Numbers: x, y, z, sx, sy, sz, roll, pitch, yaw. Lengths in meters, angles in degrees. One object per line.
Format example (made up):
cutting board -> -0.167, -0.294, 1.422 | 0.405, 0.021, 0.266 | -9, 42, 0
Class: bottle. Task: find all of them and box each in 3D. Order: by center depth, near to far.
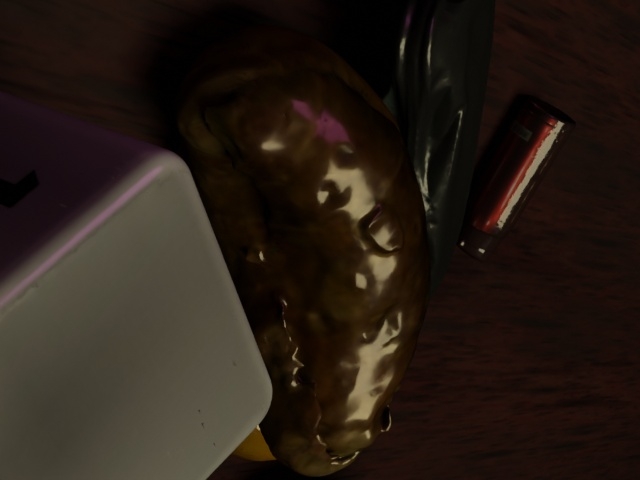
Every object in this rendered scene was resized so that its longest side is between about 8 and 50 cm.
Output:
bottle -> 0.182, -0.056, 1.277 | 0.060, 0.060, 0.164 | 1, 123, -55

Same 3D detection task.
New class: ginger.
ginger -> 0.000, 0.000, 0.922 | 0.172, 0.165, 0.321 | -39, 122, -45

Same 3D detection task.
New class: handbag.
handbag -> 0.090, -0.106, 1.029 | 0.332, 0.075, 0.191 | 87, 21, -47

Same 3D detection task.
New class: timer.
timer -> -0.171, 0.053, 0.696 | 0.192, 0.195, 0.194 | -44, 135, -29

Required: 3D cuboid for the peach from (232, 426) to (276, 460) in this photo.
peach -> -0.051, 0.107, 1.059 | 0.138, 0.138, 0.138 | -35, 147, -27
